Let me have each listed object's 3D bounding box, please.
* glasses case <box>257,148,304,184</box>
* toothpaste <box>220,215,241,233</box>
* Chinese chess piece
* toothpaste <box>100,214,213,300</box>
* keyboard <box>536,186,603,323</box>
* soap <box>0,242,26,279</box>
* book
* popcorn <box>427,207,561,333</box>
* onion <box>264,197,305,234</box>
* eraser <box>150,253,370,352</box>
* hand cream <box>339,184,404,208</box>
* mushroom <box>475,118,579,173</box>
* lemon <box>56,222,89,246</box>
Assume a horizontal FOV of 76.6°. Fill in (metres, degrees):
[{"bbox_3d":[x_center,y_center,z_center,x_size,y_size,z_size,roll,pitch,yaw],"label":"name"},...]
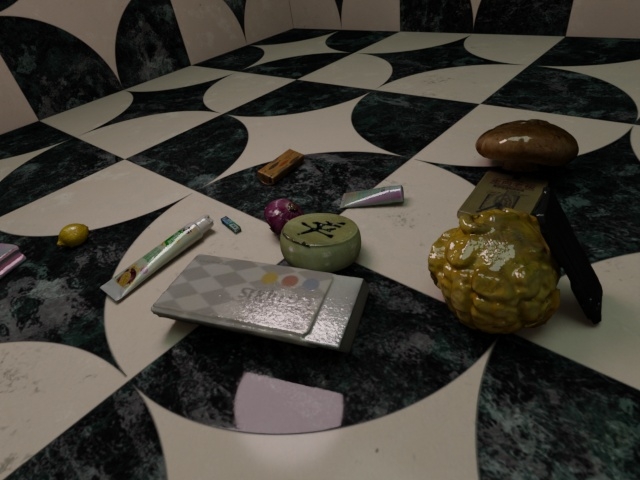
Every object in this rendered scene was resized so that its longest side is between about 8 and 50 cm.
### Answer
[{"bbox_3d":[-0.127,-0.242,1.339,0.065,0.041,0.170,26,49,22],"label":"glasses case"},{"bbox_3d":[-0.250,-0.044,1.131,0.020,0.017,0.083,-31,42,-26],"label":"toothpaste"},{"bbox_3d":[0.000,0.000,0.941,0.189,0.083,0.188,-2,28,1],"label":"Chinese chess piece"},{"bbox_3d":[-0.406,0.036,1.042,0.314,0.056,0.058,-43,8,-31],"label":"toothpaste"},{"bbox_3d":[0.437,0.031,0.705,0.016,0.262,0.106,-17,30,46],"label":"keyboard"},{"bbox_3d":[-0.897,0.074,1.092,0.100,0.056,0.149,4,39,21],"label":"soap"},{"bbox_3d":[0.474,-0.108,1.046,0.161,0.026,0.231,19,46,32],"label":"book"},{"bbox_3d":[0.321,0.052,0.755,0.251,0.189,0.250,2,45,-2],"label":"popcorn"},{"bbox_3d":[-0.094,-0.054,1.054,0.104,0.115,0.115,-45,26,29],"label":"onion"},{"bbox_3d":[-0.116,0.121,0.836,0.398,0.082,0.213,7,41,20],"label":"eraser"},{"bbox_3d":[0.142,-0.122,1.129,0.175,0.047,0.076,-5,37,20],"label":"hand cream"},{"bbox_3d":[0.552,-0.258,1.109,0.279,0.145,0.278,4,19,-1],"label":"mushroom"},{"bbox_3d":[-0.707,-0.014,1.156,0.065,0.065,0.092,25,55,37],"label":"lemon"}]
